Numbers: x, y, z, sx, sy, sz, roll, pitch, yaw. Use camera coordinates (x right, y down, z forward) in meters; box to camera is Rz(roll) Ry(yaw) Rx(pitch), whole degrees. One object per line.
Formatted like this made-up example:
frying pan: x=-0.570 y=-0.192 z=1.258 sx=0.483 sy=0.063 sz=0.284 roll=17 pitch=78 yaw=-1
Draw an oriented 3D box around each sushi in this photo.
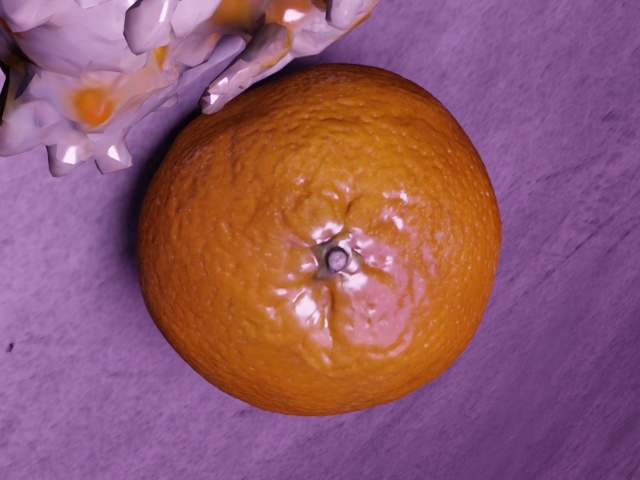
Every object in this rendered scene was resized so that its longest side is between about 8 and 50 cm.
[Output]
sushi: x=-0.140 y=-0.195 z=0.490 sx=0.176 sy=0.417 sz=0.417 roll=-43 pitch=153 yaw=-1

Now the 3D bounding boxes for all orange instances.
orange: x=0.000 y=0.000 z=1.084 sx=0.264 sy=0.264 sz=0.264 roll=-36 pitch=150 yaw=-25
